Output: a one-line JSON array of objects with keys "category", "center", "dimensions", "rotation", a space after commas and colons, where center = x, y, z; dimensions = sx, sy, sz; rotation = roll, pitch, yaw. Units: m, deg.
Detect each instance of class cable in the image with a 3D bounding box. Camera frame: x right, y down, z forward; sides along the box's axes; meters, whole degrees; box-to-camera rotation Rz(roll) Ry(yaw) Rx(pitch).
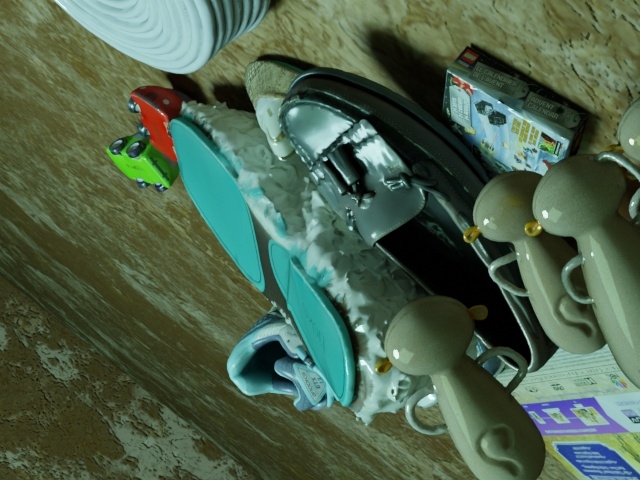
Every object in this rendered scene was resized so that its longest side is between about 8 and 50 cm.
[{"category": "cable", "center": [-0.152, -0.235, 0.874], "dimensions": [0.257, 0.089, 0.257], "rotation": [39, 161, 2]}]

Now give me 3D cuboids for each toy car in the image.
[{"category": "toy car", "center": [-0.151, -0.086, 1.261], "dimensions": [0.225, 0.053, 0.239], "rotation": [15, 149, 51]}]

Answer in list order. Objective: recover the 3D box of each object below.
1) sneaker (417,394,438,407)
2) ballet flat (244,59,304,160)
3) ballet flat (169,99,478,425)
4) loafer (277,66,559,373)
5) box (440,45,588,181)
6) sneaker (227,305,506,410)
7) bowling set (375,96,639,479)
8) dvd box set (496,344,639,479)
[{"category": "sneaker", "center": [0.060, 0.084, 1.210], "dimensions": [0.163, 0.086, 0.226], "rotation": [49, 169, -1]}, {"category": "ballet flat", "center": [-0.002, -0.089, 0.953], "dimensions": [0.206, 0.067, 0.073], "rotation": [24, 153, 37]}, {"category": "ballet flat", "center": [0.000, 0.000, 1.005], "dimensions": [0.409, 0.147, 0.147], "rotation": [51, 175, 47]}, {"category": "loafer", "center": [0.074, -0.014, 0.838], "dimensions": [0.267, 0.084, 0.096], "rotation": [39, 140, -6]}, {"category": "box", "center": [0.128, -0.065, 0.825], "dimensions": [0.094, 0.027, 0.137], "rotation": [33, 160, 16]}, {"category": "sneaker", "center": [0.033, 0.106, 1.037], "dimensions": [0.283, 0.122, 0.110], "rotation": [-8, 109, 46]}, {"category": "bowling set", "center": [0.158, -0.010, 0.682], "dimensions": [0.154, 0.287, 0.200], "rotation": [55, -170, -22]}, {"category": "dvd box set", "center": [0.327, 0.199, 0.992], "dimensions": [0.420, 0.062, 0.307], "rotation": [42, 161, -6]}]
